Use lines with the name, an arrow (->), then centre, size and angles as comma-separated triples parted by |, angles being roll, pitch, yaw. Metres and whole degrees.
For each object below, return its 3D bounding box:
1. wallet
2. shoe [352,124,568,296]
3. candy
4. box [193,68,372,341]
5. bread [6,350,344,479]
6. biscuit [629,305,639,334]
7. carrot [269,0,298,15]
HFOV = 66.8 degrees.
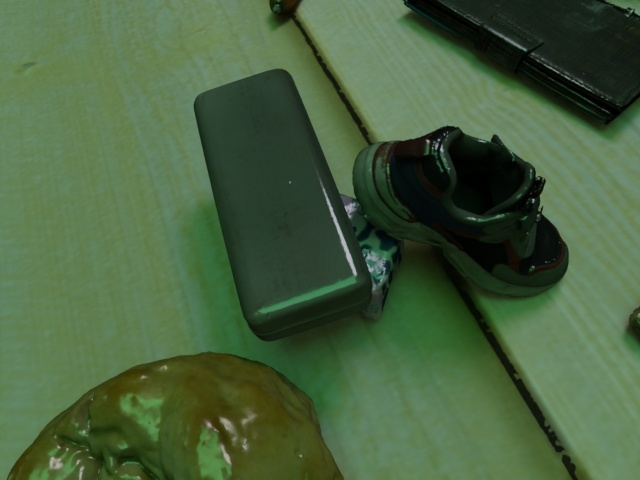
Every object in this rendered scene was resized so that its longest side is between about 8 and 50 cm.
wallet -> 0.272, -0.275, 0.612 | 0.169, 0.044, 0.317 | -39, 65, -19
shoe -> 0.145, -0.034, 0.407 | 0.227, 0.125, 0.099 | 23, 60, -18
candy -> 0.000, 0.000, 0.469 | 0.160, 0.073, 0.092 | 20, 62, 17
box -> -0.039, -0.042, 0.424 | 0.103, 0.055, 0.244 | -18, 61, -1
bread -> -0.101, 0.187, 0.341 | 0.244, 0.134, 0.244 | -3, 63, 6
biscuit -> 0.390, 0.107, 0.393 | 0.131, 0.026, 0.237 | -40, 65, -14
carrot -> -0.039, -0.366, 0.705 | 0.035, 0.035, 0.142 | 16, 56, 15
